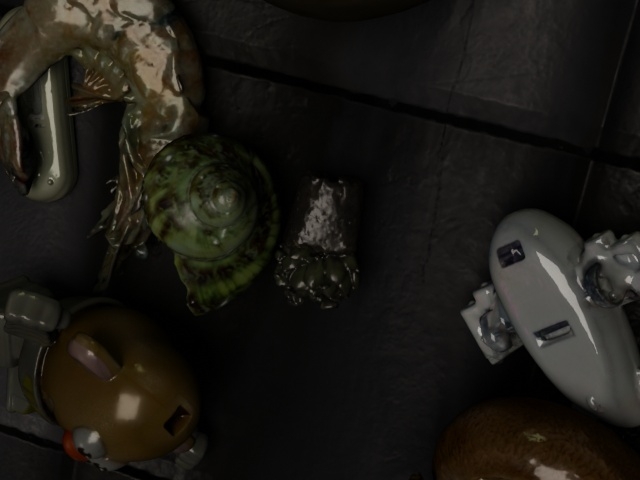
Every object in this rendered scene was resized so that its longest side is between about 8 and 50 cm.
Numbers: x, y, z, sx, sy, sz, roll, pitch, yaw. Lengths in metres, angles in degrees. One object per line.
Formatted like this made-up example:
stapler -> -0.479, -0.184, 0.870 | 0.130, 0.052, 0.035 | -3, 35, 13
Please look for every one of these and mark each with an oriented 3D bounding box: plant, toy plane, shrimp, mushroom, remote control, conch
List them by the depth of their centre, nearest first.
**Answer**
toy plane -> 0.251, 0.075, 1.205 | 0.245, 0.117, 0.244 | 18, 122, 30
mushroom -> 0.210, 0.272, 1.211 | 0.278, 0.163, 0.297 | 14, 136, 8
conch -> -0.106, -0.018, 1.266 | 0.124, 0.181, 0.187 | -5, 87, 15
plant -> 0.000, 0.000, 1.279 | 0.094, 0.092, 0.143 | 5, 100, -12
shrimp -> -0.243, -0.114, 1.323 | 0.247, 0.085, 0.360 | 6, 108, 5
remote control -> -0.317, -0.149, 1.373 | 0.078, 0.042, 0.221 | 2, 104, 16

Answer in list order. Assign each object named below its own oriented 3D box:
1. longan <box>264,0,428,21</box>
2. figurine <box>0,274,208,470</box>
longan -> 0.011, -0.368, 1.081 | 0.361, 0.361, 0.361 | 4, 104, 17
figurine -> -0.245, 0.142, 1.312 | 0.285, 0.342, 0.167 | 15, 86, 34
